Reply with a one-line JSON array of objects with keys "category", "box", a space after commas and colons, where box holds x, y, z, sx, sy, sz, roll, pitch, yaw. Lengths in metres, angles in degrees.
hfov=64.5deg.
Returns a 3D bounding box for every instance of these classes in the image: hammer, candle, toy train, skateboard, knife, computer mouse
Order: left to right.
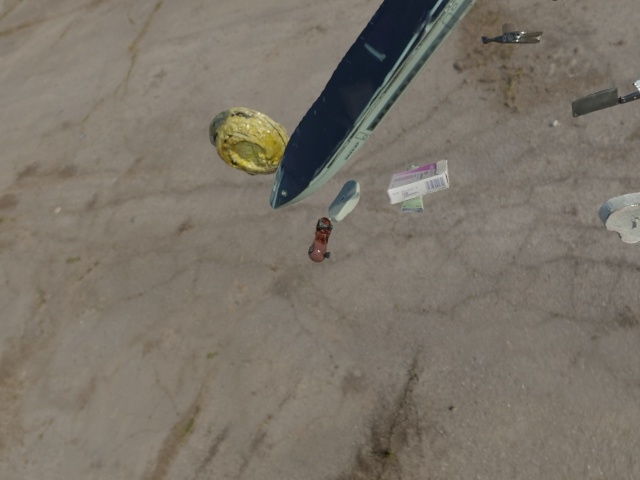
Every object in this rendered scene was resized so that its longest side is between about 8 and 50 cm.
[{"category": "skateboard", "box": [0.000, 0.000, 1.537, 0.067, 0.080, 0.151, 19, 54, -8]}, {"category": "computer mouse", "box": [0.091, -0.136, 1.861, 0.182, 0.056, 0.089, -54, 37, 8]}, {"category": "toy train", "box": [0.032, -0.122, 0.458, 0.252, 0.048, 0.055, -50, 65, 27]}, {"category": "hammer", "box": [0.435, -0.480, 1.170, 0.125, 0.027, 0.297, 6, 27, 15]}, {"category": "knife", "box": [1.004, -0.494, 1.759, 0.245, 0.072, 0.019, -14, 34, 16]}, {"category": "candle", "box": [1.012, -0.084, 1.642, 0.168, 0.192, 0.068, -45, 30, 28]}]

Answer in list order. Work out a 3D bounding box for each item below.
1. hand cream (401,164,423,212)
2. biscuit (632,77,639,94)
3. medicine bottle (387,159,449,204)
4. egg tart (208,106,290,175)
[{"category": "hand cream", "box": [0.371, -0.210, 2.024, 0.086, 0.055, 0.235, -2, 57, 17]}, {"category": "biscuit", "box": [0.802, -0.282, 0.973, 0.186, 0.079, 0.309, -40, 55, 0]}, {"category": "medicine bottle", "box": [0.284, -0.168, 1.450, 0.171, 0.052, 0.201, -16, 15, 18]}, {"category": "egg tart", "box": [-0.225, -0.295, 1.602, 0.278, 0.279, 0.095, -5, 50, 28]}]
